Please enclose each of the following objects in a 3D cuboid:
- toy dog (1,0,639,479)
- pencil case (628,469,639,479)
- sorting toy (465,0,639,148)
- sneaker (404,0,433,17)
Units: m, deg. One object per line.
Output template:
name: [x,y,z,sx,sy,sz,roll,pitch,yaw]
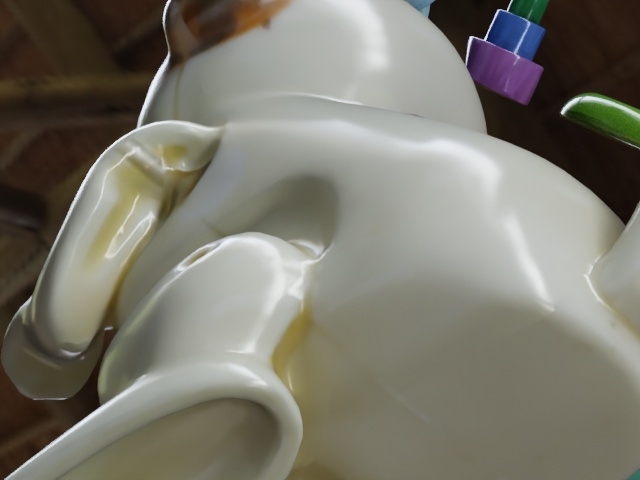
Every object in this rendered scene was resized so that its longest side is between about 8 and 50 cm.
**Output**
toy dog: [0.000,0.000,0.860,0.395,0.285,0.408,-52,-154,21]
pencil case: [0.194,0.110,0.959,0.236,0.104,0.104,-24,-133,11]
sorting toy: [0.297,-0.120,1.332,0.127,0.366,0.126,-124,-122,-78]
sneaker: [0.045,-0.248,1.171,0.135,0.366,0.150,-39,-107,-8]
